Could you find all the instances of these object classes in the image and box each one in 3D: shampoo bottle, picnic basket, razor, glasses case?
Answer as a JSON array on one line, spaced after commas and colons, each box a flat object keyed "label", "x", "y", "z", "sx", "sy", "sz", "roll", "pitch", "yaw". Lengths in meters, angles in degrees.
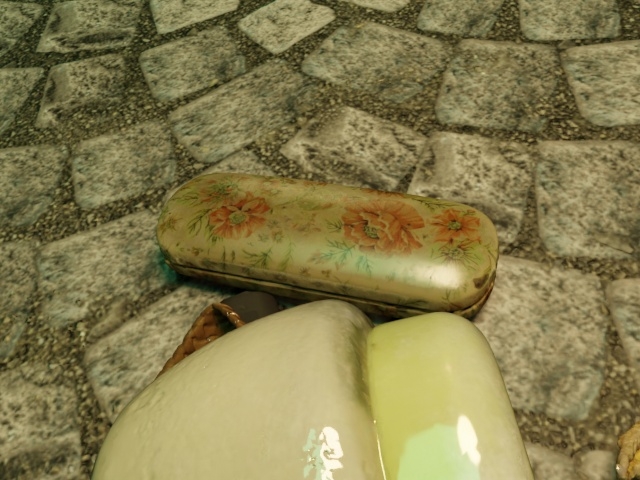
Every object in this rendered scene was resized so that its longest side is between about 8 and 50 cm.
[{"label": "shampoo bottle", "x": 0.002, "y": 0.211, "z": 0.503, "sx": 0.317, "sy": 0.322, "sz": 0.322, "roll": -17, "pitch": 50, "yaw": 7}, {"label": "picnic basket", "x": -0.125, "y": 0.164, "z": 0.687, "sx": 0.193, "sy": 0.055, "sz": 0.110, "roll": -56, "pitch": 41, "yaw": 2}, {"label": "razor", "x": -0.078, "y": 0.126, "z": 0.761, "sx": 0.090, "sy": 0.054, "sz": 0.148, "roll": -13, "pitch": 50, "yaw": -4}, {"label": "glasses case", "x": 0.000, "y": 0.000, "z": 0.821, "sx": 0.425, "sy": 0.098, "sz": 0.156, "roll": 9, "pitch": 49, "yaw": 17}]

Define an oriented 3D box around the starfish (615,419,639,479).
[{"label": "starfish", "x": 0.455, "y": 0.175, "z": 0.559, "sx": 0.398, "sy": 0.132, "sz": 0.383, "roll": -21, "pitch": 45, "yaw": 9}]
